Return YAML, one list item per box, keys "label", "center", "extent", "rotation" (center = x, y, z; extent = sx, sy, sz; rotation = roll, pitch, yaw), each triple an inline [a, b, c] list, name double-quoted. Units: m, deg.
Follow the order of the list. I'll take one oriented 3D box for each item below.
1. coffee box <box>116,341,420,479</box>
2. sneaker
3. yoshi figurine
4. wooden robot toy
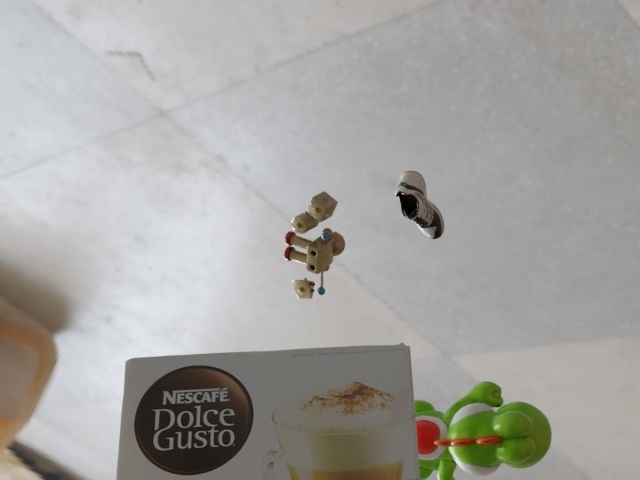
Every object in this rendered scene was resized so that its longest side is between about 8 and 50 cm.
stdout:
- label: "coffee box"
  center: [-0.049, 0.347, 1.394]
  extent: [0.338, 0.334, 0.338]
  rotation: [-3, 147, 3]
- label: "sneaker"
  center: [0.096, -0.028, 1.165]
  extent: [0.032, 0.037, 0.083]
  rotation: [-7, 127, 36]
- label: "yoshi figurine"
  center: [0.252, 0.345, 2.018]
  extent: [0.362, 0.203, 0.203]
  rotation: [-11, 116, 50]
- label: "wooden robot toy"
  center: [0.000, 0.000, 1.653]
  extent: [0.076, 0.079, 0.173]
  rotation: [26, 127, 30]
